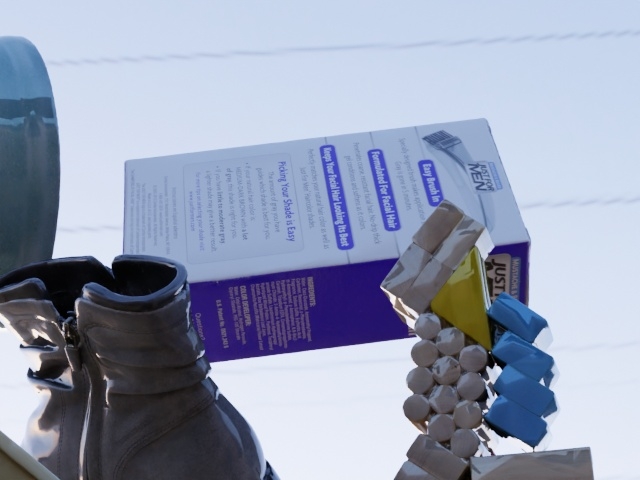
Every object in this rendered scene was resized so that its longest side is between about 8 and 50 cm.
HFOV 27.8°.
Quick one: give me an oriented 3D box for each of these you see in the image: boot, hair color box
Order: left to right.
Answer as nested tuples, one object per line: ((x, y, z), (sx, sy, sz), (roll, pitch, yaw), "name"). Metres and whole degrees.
((-0.191, 0.118, 0.942), (0.338, 0.118, 0.222), (-12, -69, 30), "boot")
((0.000, 0.000, 1.142), (0.339, 0.185, 0.110), (-8, -50, -1), "hair color box")

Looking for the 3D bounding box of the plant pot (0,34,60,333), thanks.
((-0.387, -0.057, 1.222), (0.196, 0.293, 0.293), (2, -39, -31), "plant pot")

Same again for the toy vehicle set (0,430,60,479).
((-0.270, 0.127, 0.676), (0.267, 0.166, 0.035), (41, -19, -5), "toy vehicle set")

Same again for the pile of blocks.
((0.126, 0.154, 0.933), (0.149, 0.362, 0.112), (-5, -22, 15), "pile of blocks")
